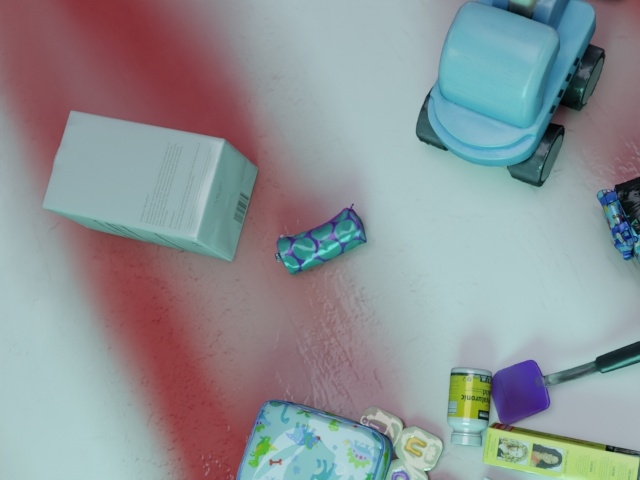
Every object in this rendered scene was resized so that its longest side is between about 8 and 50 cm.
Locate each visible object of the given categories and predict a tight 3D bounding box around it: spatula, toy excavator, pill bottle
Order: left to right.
[{"bbox_3d":[0.228,0.256,1.606,0.065,0.065,0.116,3,78,16],"label":"pill bottle"},{"bbox_3d":[0.298,-0.338,1.530,0.222,0.445,0.432,25,85,19],"label":"toy excavator"},{"bbox_3d":[0.392,0.195,1.568,0.297,0.030,0.084,-23,71,19],"label":"spatula"}]

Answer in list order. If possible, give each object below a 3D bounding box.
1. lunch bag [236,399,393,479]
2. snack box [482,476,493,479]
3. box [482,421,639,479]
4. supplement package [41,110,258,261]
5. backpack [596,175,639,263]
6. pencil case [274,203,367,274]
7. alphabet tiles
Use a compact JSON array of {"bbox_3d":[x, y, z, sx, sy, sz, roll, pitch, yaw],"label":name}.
[{"bbox_3d":[-0.011,0.351,1.612,0.219,0.090,0.176,14,79,18],"label":"lunch bag"},{"bbox_3d":[0.245,0.453,1.575,0.064,0.022,0.178,20,83,20],"label":"snack box"},{"bbox_3d":[0.362,0.320,1.540,0.232,0.087,0.058,8,88,18],"label":"box"},{"bbox_3d":[-0.285,-0.092,1.773,0.293,0.175,0.177,13,82,18],"label":"supplement package"},{"bbox_3d":[0.498,-0.009,1.557,0.117,0.158,0.173,-21,84,18],"label":"backpack"},{"bbox_3d":[0.000,0.000,1.731,0.152,0.064,0.070,-24,97,8],"label":"pencil case"},{"bbox_3d":[0.077,0.413,1.632,0.278,0.021,0.284,23,84,19],"label":"alphabet tiles"}]
